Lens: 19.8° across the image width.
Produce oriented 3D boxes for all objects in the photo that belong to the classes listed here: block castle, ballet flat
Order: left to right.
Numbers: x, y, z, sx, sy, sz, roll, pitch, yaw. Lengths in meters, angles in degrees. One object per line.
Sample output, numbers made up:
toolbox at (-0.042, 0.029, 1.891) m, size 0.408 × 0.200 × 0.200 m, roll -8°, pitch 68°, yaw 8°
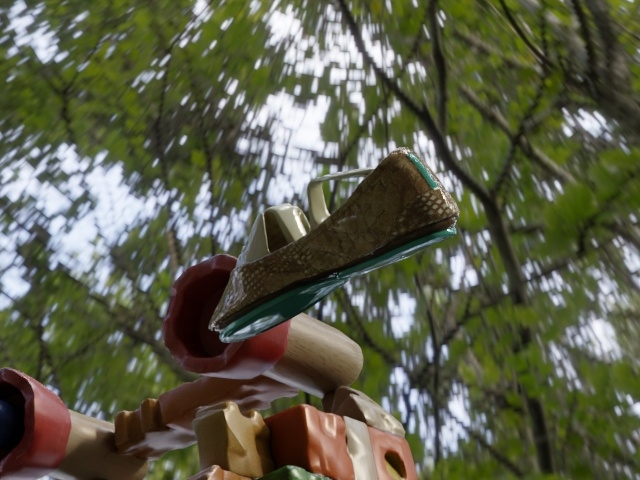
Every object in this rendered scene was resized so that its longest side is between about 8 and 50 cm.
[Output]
block castle at (-0.097, 0.263, 1.253) m, size 0.303 × 0.213 × 0.453 m, roll -27°, pitch -122°, yaw 27°
ballet flat at (0.000, 0.000, 1.111) m, size 0.206 × 0.073 × 0.067 m, roll -28°, pitch -101°, yaw 39°
